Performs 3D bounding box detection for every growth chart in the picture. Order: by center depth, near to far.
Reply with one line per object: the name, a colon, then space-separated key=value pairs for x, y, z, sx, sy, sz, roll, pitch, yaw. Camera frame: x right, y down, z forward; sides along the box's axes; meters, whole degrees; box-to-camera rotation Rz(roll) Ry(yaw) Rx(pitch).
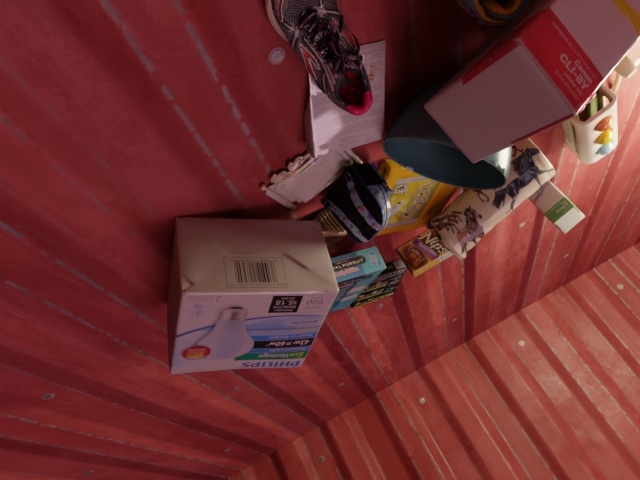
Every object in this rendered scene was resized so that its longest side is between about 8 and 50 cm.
growth chart: x=-0.020 y=-0.162 z=1.277 sx=0.237 sy=0.021 sz=0.172 roll=-34 pitch=148 yaw=6

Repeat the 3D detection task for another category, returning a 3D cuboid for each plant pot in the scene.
plant pot: x=0.310 y=-0.261 z=1.211 sx=0.290 sy=0.290 sz=0.196 roll=27 pitch=82 yaw=-54

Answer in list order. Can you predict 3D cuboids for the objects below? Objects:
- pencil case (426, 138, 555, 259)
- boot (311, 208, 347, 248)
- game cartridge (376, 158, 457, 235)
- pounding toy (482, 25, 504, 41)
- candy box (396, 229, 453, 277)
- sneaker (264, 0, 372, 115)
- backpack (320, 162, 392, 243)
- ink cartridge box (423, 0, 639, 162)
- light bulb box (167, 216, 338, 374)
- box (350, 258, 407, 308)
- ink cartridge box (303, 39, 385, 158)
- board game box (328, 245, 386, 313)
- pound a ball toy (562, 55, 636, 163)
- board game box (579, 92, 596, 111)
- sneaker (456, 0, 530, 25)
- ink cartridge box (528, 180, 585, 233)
pencil case: x=0.519 y=-0.130 z=1.601 sx=0.410 sy=0.160 sz=0.183 roll=-45 pitch=180 yaw=10
boot: x=0.000 y=0.000 z=1.495 sx=0.248 sy=0.090 sz=0.207 roll=-23 pitch=160 yaw=-14
game cartridge: x=0.262 y=-0.126 z=1.536 sx=0.323 sy=0.053 sz=0.285 roll=-9 pitch=143 yaw=-30
pounding toy: x=0.466 y=-0.390 z=1.227 sx=0.154 sy=0.154 sz=0.269 roll=-39 pitch=148 yaw=15
candy box: x=0.366 y=0.030 z=1.792 sx=0.186 sy=0.109 sz=0.053 roll=-31 pitch=149 yaw=-1
sneaker: x=0.015 y=-0.348 z=0.937 sx=0.120 sy=0.112 sz=0.299 roll=-37 pitch=140 yaw=10
backpack: x=0.108 y=-0.088 z=1.317 sx=0.116 sy=0.173 sz=0.158 roll=-17 pitch=155 yaw=-42
ink cartridge box: x=0.419 y=-0.352 z=0.976 sx=0.385 sy=0.160 sz=0.279 roll=-46 pitch=-173 yaw=-19
light bulb box: x=-0.189 y=0.143 z=1.312 sx=0.357 sy=0.225 sz=0.361 roll=1 pitch=139 yaw=-19
box: x=0.205 y=0.156 z=1.902 sx=0.190 sy=0.045 sz=0.184 roll=-15 pitch=148 yaw=-25
ink cartridge box: x=0.050 y=-0.302 z=1.127 sx=0.180 sy=0.056 sz=0.225 roll=-19 pitch=129 yaw=-17
board game box: x=0.020 y=0.150 z=1.639 sx=0.253 sy=0.079 sz=0.336 roll=-14 pitch=158 yaw=-26
pound a ball toy: x=0.856 y=-0.378 z=1.590 sx=0.208 sy=0.136 sz=0.319 roll=-38 pitch=149 yaw=12
board game box: x=0.706 y=-0.469 z=1.228 sx=0.390 sy=0.050 sz=0.390 roll=-58 pitch=164 yaw=26
sneaker: x=0.330 y=-0.452 z=0.972 sx=0.318 sy=0.208 sz=0.127 roll=1 pitch=137 yaw=-42
ink cartridge box: x=0.771 y=-0.140 z=1.788 sx=0.093 sy=0.212 sz=0.154 roll=-46 pitch=145 yaw=19
